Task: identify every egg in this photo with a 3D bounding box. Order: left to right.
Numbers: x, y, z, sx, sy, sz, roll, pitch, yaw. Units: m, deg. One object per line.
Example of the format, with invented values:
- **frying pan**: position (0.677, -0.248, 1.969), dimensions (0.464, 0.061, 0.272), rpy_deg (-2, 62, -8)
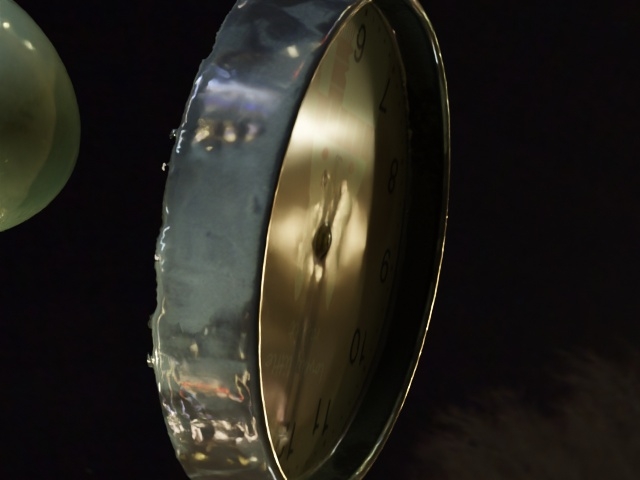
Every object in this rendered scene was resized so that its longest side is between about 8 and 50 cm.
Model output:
- **egg**: position (-0.248, -0.086, 0.939), dimensions (0.231, 0.168, 0.168), rpy_deg (24, -96, -14)

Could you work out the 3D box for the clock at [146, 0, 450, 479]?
- **clock**: position (0.000, 0.000, 1.154), dimensions (0.386, 0.076, 0.386), rpy_deg (9, -90, -69)
